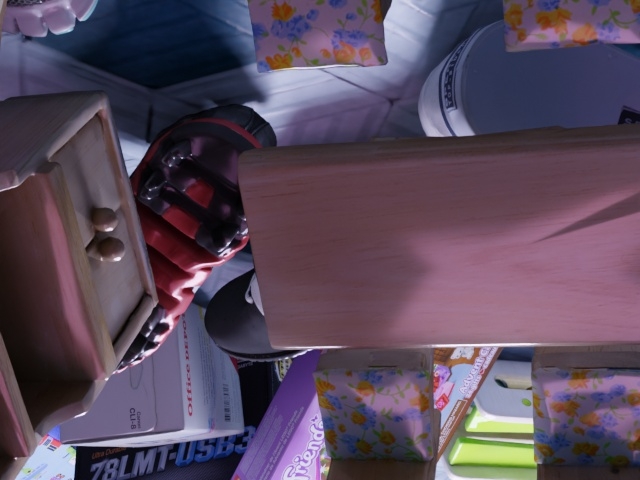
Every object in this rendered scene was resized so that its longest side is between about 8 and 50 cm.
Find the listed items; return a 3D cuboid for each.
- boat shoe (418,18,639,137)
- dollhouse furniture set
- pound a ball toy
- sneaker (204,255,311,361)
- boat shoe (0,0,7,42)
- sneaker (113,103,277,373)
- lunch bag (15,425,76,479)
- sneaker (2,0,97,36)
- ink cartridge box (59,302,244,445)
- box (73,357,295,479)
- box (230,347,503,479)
[{"bbox_3d":[0.231,-0.037,0.703,0.367,0.136,0.156,19,174,-12],"label":"boat shoe"},{"bbox_3d":[-0.019,0.025,0.500,0.394,0.256,0.362,-2,117,13],"label":"dollhouse furniture set"},{"bbox_3d":[0.319,0.189,1.227,0.319,0.136,0.208,5,126,-17],"label":"pound a ball toy"},{"bbox_3d":[0.000,0.000,0.821,0.330,0.122,0.146,-24,129,36],"label":"sneaker"},{"bbox_3d":[-0.155,-0.130,0.329,0.109,0.302,0.098,14,-176,10],"label":"boat shoe"},{"bbox_3d":[-0.121,0.000,0.738,0.097,0.135,0.276,39,120,-10],"label":"sneaker"},{"bbox_3d":[-0.456,0.310,1.359,0.293,0.138,0.221,-18,148,8],"label":"lunch bag"},{"bbox_3d":[-0.211,-0.153,0.546,0.166,0.065,0.076,-7,137,0],"label":"sneaker"},{"bbox_3d":[-0.166,0.136,0.987,0.127,0.128,0.176,-9,166,11],"label":"ink cartridge box"},{"bbox_3d":[-0.155,0.276,1.124,0.295,0.293,0.073,-17,151,27],"label":"box"},{"bbox_3d":[0.056,0.159,0.983,0.201,0.057,0.293,19,104,-37],"label":"box"}]
